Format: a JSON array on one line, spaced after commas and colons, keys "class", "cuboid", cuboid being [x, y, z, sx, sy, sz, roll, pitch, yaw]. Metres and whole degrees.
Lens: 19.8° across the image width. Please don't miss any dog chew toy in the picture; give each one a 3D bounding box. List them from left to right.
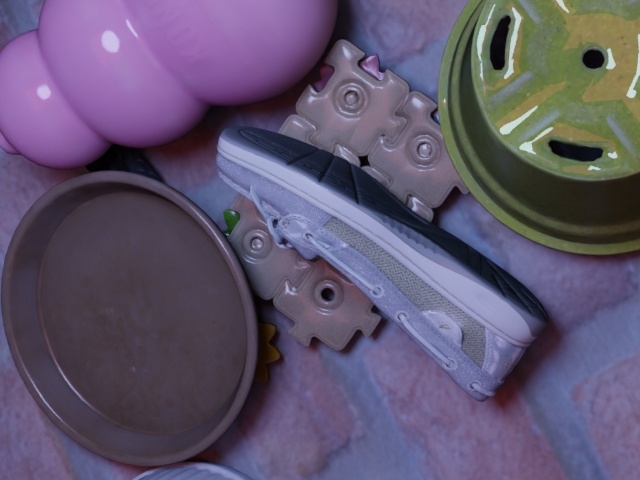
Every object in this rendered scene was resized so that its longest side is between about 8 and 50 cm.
[{"class": "dog chew toy", "cuboid": [-0.151, -0.177, 1.606, 0.331, 0.206, 0.207, -31, 81, 14]}]

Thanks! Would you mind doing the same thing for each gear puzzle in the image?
[{"class": "gear puzzle", "cuboid": [0.000, 0.000, 1.648, 0.175, 0.044, 0.339, 35, 105, 6]}]

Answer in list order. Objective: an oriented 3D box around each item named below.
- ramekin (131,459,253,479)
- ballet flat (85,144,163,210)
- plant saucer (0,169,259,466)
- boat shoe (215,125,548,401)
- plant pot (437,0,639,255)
[{"class": "ramekin", "cuboid": [-0.132, 0.308, 1.658, 0.207, 0.109, 0.207, 0, 90, 20]}, {"class": "ballet flat", "cuboid": [-0.202, -0.094, 1.722, 0.057, 0.049, 0.173, -44, 70, 42]}, {"class": "plant saucer", "cuboid": [-0.171, 0.070, 1.677, 0.277, 0.041, 0.278, 7, 105, 26]}, {"class": "boat shoe", "cuboid": [0.039, 0.014, 1.560, 0.320, 0.118, 0.103, 33, 105, -2]}, {"class": "plant pot", "cuboid": [0.218, -0.128, 1.436, 0.276, 0.254, 0.276, 0, 89, 9]}]
